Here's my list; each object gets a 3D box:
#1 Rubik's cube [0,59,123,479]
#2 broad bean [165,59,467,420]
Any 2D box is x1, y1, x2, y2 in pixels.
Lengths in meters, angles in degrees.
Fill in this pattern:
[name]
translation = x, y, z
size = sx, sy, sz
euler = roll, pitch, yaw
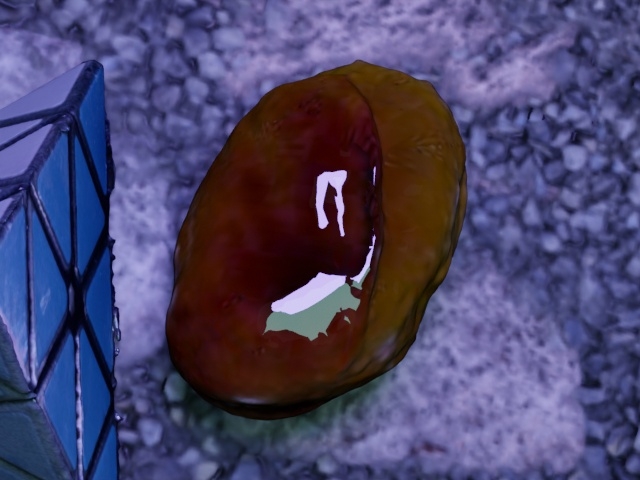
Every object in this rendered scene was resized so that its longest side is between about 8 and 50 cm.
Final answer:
[Rubik's cube]
translation = -0.198, 0.039, 0.981
size = 0.233, 0.229, 0.228
euler = 4, 125, -49
[broad bean]
translation = -0.002, 0.000, 1.046
size = 0.156, 0.122, 0.228
euler = 22, 70, 15
